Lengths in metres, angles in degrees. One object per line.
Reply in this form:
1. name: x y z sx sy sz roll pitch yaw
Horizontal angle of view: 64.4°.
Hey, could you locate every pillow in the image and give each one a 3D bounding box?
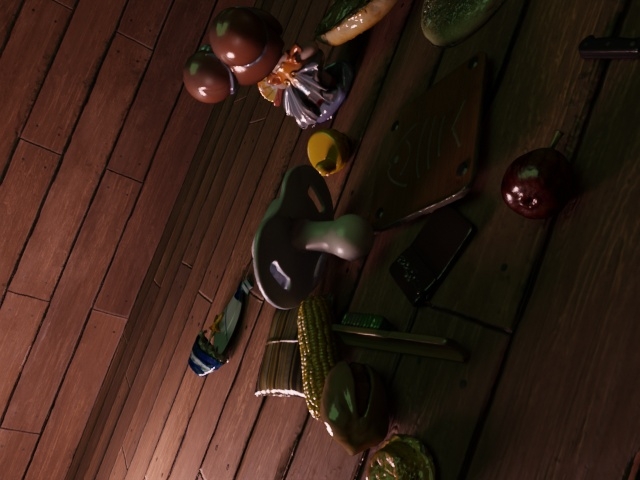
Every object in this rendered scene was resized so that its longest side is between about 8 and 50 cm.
1. pillow: -0.056 0.218 1.046 0.212 0.052 0.209 -20 52 50

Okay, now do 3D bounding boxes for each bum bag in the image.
1. bum bag: 0.174 0.018 0.815 0.160 0.026 0.109 -59 28 16

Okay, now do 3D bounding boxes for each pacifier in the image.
1. pacifier: 0.000 0.000 0.982 0.232 0.244 0.300 0 53 35

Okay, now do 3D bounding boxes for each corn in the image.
1. corn: 0.002 0.207 0.908 0.080 0.080 0.238 -41 46 41

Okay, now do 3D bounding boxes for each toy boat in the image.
1. toy boat: -0.267 0.239 1.431 0.291 0.067 0.220 -57 28 -4

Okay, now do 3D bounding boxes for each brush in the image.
1. brush: 0.115 0.149 0.798 0.048 0.054 0.282 -56 23 -22

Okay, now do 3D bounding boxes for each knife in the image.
1. knife: 0.417 -0.245 0.593 0.072 0.019 0.245 -61 30 3

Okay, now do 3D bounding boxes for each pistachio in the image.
1. pistachio: 0.053 0.251 0.784 0.113 0.113 0.149 -53 13 26

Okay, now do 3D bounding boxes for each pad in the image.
1. pad: 0.186 -0.166 0.925 0.284 0.018 0.287 -27 45 57

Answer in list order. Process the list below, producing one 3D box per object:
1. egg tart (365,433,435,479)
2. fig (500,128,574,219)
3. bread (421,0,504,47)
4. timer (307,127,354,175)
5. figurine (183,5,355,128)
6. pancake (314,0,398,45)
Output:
1. egg tart: 0.103 0.326 0.690 0.128 0.049 0.129 -38 41 42
2. fig: 0.287 -0.089 0.655 0.088 0.089 0.125 -21 27 54
3. bread: 0.288 -0.506 0.987 0.267 0.040 0.267 -40 38 42
4. timer: 0.012 -0.204 1.179 0.107 0.109 0.107 20 122 36
5. figurine: -0.125 -0.437 1.297 0.276 0.387 0.249 -33 44 44
6. pancake: 0.131 -0.641 1.284 0.386 0.082 0.387 -33 35 27
